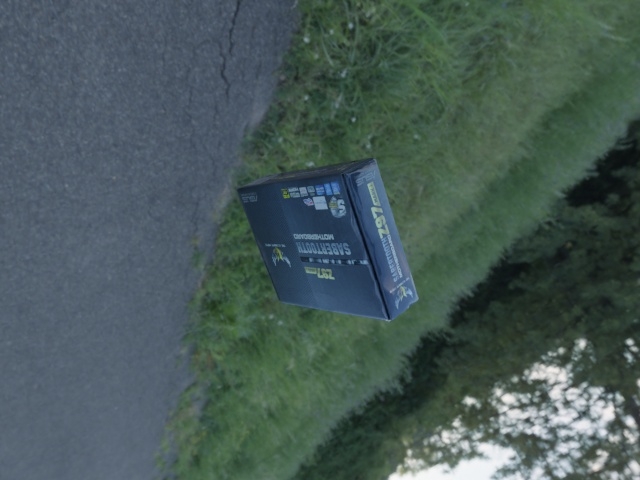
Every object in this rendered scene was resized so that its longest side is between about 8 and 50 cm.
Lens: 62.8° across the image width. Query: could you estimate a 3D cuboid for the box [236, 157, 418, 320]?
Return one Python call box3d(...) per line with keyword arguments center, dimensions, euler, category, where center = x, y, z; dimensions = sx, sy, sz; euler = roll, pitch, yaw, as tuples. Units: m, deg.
box3d(center=(0.000, 0.000, 0.676), dimensions=(0.059, 0.183, 0.233), euler=(-31, -160, -34), category="box")
